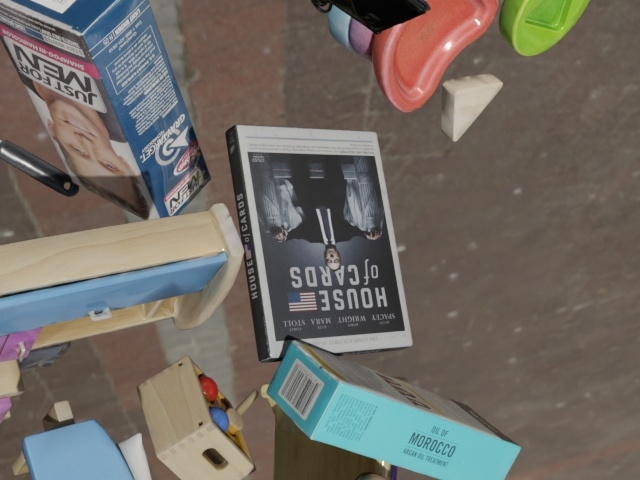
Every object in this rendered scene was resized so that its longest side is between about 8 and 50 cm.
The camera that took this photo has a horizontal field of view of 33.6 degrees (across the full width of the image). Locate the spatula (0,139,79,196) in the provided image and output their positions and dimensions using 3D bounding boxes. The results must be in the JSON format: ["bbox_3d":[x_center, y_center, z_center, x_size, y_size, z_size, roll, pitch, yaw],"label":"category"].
[{"bbox_3d":[-0.463,-0.143,1.471,0.296,0.084,0.030,33,167,-29],"label":"spatula"}]

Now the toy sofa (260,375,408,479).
[{"bbox_3d":[0.021,0.340,1.260,0.150,0.363,0.177,2,177,21],"label":"toy sofa"}]

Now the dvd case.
[{"bbox_3d":[0.000,0.000,1.091,0.179,0.239,0.029,-1,165,-34],"label":"dvd case"}]

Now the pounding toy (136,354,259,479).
[{"bbox_3d":[-0.126,0.209,1.220,0.100,0.130,0.141,-32,133,3],"label":"pounding toy"}]

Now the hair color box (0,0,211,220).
[{"bbox_3d":[-0.265,-0.179,1.292,0.105,0.173,0.347,-51,151,-24],"label":"hair color box"}]

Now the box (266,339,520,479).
[{"bbox_3d":[0.073,0.175,1.030,0.244,0.100,0.060,25,95,-33],"label":"box"}]

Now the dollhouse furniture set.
[{"bbox_3d":[-0.144,0.172,0.769,0.198,0.304,0.286,-11,158,-31],"label":"dollhouse furniture set"}]

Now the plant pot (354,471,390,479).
[{"bbox_3d":[0.046,0.380,0.958,0.229,0.263,0.263,-43,152,6],"label":"plant pot"}]

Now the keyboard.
[{"bbox_3d":[-0.015,-0.212,0.733,0.192,0.038,0.100,31,164,-25],"label":"keyboard"}]

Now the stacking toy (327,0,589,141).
[{"bbox_3d":[0.150,-0.276,1.113,0.309,0.130,0.279,-45,152,0],"label":"stacking toy"}]
